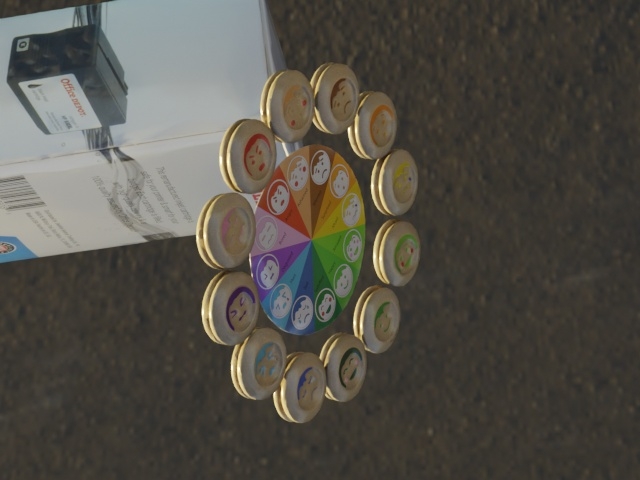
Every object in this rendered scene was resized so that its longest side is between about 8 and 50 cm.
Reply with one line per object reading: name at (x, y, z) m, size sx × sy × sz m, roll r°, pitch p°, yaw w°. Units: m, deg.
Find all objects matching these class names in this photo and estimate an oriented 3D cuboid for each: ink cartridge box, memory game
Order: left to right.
ink cartridge box at (-0.174, -0.085, 1.286) m, size 0.308 × 0.129 × 0.223 m, roll -8°, pitch 162°, yaw 4°
memory game at (0.000, 0.000, 0.831) m, size 0.012 × 0.186 × 0.186 m, roll 7°, pitch 143°, yaw 37°
